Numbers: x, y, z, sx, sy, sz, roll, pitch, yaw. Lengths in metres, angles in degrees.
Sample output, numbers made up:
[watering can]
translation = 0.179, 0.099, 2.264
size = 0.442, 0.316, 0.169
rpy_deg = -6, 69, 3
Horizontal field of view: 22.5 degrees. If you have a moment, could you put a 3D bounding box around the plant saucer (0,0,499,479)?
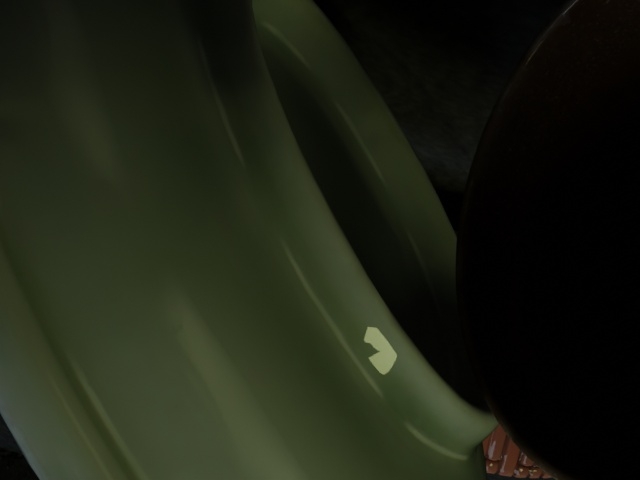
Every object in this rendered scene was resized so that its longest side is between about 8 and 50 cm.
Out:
[plant saucer]
translation = -0.017, 0.000, 0.652
size = 0.100, 0.400, 0.400
rpy_deg = -29, 143, 15

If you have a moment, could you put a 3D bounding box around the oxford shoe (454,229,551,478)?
[oxford shoe]
translation = 0.053, 0.042, 0.961
size = 0.397, 0.140, 0.146
rpy_deg = 12, -166, -16

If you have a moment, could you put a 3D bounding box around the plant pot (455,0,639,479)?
[plant pot]
translation = 0.210, 0.014, 0.625
size = 0.230, 0.215, 0.215
rpy_deg = 18, 166, -36
